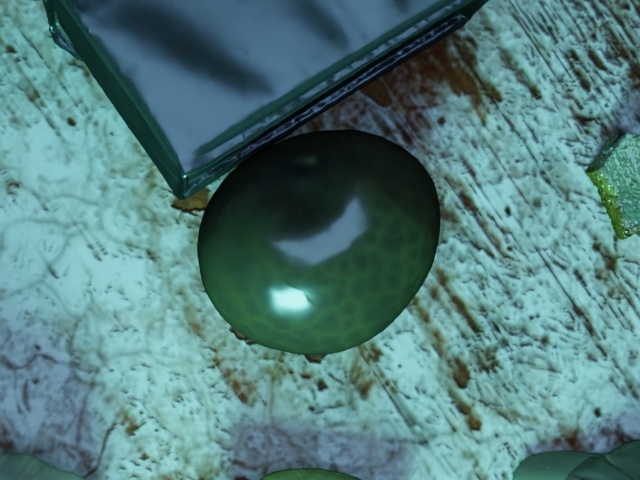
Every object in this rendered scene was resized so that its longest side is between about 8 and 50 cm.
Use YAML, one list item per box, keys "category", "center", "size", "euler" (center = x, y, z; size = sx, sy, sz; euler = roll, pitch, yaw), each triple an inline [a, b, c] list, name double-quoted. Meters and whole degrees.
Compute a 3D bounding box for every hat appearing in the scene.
- category: "hat"
  center: [0.253, 0.231, 1.464]
  size: [0.166, 0.081, 0.122]
  euler: [8, 84, 3]

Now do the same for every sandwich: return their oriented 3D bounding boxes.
- category: "sandwich"
  center: [0.304, -0.060, 1.501]
  size: [0.104, 0.036, 0.093]
  euler: [-20, 89, -8]

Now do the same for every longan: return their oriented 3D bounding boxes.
- category: "longan"
  center: [0.000, 0.000, 1.385]
  size: [0.212, 0.198, 0.198]
  euler: [-41, 92, -6]

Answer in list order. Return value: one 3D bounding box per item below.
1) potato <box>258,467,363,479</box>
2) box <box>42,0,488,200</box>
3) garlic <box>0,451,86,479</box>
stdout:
- category: "potato"
  center: [-0.015, 0.257, 1.441]
  size: [0.149, 0.081, 0.120]
  euler: [35, 52, 12]
- category: "box"
  center: [-0.037, -0.207, 1.359]
  size: [0.345, 0.251, 0.204]
  euler: [-33, 91, -7]
- category: "garlic"
  center: [-0.267, 0.265, 1.321]
  size: [0.199, 0.226, 0.199]
  euler: [1, 82, -4]
